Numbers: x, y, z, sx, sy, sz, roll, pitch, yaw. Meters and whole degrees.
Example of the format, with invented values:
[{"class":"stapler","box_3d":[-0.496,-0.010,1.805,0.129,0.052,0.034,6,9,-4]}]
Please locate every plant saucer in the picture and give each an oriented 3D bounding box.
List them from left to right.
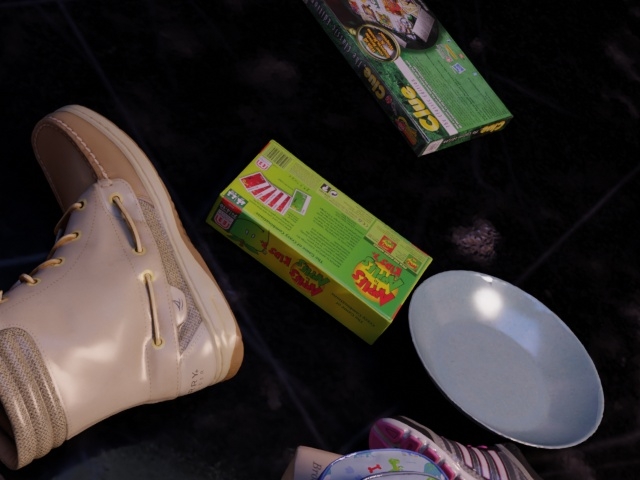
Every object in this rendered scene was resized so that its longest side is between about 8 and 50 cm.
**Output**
[{"class":"plant saucer","box_3d":[0.156,0.110,0.952,0.195,0.037,0.195,19,38,-16]}]

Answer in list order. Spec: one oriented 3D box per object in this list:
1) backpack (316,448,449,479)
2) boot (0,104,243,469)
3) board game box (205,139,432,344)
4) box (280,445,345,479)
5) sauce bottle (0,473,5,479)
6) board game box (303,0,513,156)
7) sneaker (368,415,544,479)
[{"class":"backpack","box_3d":[0.042,0.181,0.648,0.105,0.084,0.114,2,50,-19]},{"class":"boot","box_3d":[-0.203,0.024,0.806,0.203,0.095,0.262,-22,73,-36]},{"class":"board game box","box_3d":[0.000,0.000,0.961,0.181,0.043,0.092,37,48,2]},{"class":"box","box_3d":[0.111,0.260,0.744,0.311,0.121,0.148,13,50,-8]},{"class":"sauce bottle","box_3d":[-0.174,0.299,0.604,0.111,0.111,0.344,-8,60,-32]},{"class":"board game box","box_3d":[0.084,-0.210,1.174,0.136,0.030,0.259,-18,66,-39]},{"class":"sneaker","box_3d":[0.120,0.188,0.868,0.170,0.063,0.075,28,32,15]}]
